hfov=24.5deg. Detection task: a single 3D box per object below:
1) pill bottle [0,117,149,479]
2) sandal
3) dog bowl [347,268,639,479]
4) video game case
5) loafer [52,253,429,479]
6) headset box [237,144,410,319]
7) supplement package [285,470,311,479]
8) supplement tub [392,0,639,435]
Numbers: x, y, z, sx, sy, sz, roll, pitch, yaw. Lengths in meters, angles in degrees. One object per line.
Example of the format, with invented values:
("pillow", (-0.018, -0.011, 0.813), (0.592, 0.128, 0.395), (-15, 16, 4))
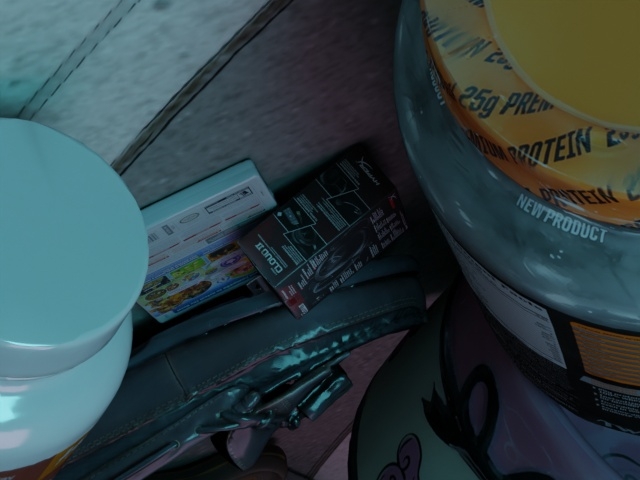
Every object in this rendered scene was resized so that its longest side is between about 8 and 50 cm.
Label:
("pill bottle", (-0.145, 0.049, 0.573), (0.121, 0.121, 0.216), (-10, 156, -34))
("sandal", (-0.119, 0.210, 1.081), (0.219, 0.060, 0.090), (-13, 157, -26))
("dog bowl", (0.229, 0.121, 0.816), (0.408, 0.408, 0.150), (-10, 136, -34))
("video game case", (-0.058, 0.003, 0.716), (0.087, 0.011, 0.122), (-26, 159, 2))
("loafer", (-0.076, 0.097, 0.791), (0.302, 0.095, 0.109), (-20, 170, -7))
("headset box", (0.000, 0.000, 0.715), (0.083, 0.032, 0.062), (-38, 160, -3))
("supplement package", (-0.044, 0.323, 1.279), (0.177, 0.175, 0.293), (-28, 159, 6))
("supplement tub", (0.136, -0.039, 0.569), (0.193, 0.194, 0.316), (-26, 160, 4))
